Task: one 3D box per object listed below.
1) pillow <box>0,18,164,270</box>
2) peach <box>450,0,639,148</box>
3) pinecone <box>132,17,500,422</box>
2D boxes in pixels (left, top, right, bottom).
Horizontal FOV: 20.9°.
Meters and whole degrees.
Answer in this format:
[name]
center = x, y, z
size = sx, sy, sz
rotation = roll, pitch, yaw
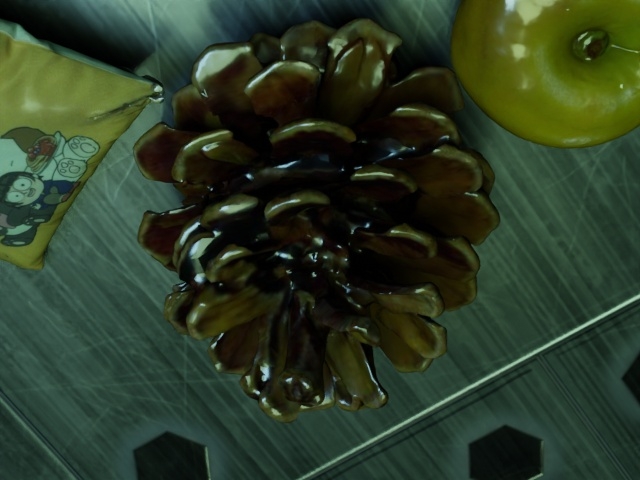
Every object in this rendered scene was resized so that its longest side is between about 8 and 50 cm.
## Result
[pillow]
center = -0.355, -0.109, 1.701
size = 0.312, 0.119, 0.310
rotation = 24, 134, -21
[peach]
center = 0.248, -0.206, 1.654
size = 0.251, 0.153, 0.251
rotation = -9, 126, -12
[pinecone]
center = 0.000, 0.000, 1.647
size = 0.384, 0.384, 0.384
rotation = 0, 120, 0
